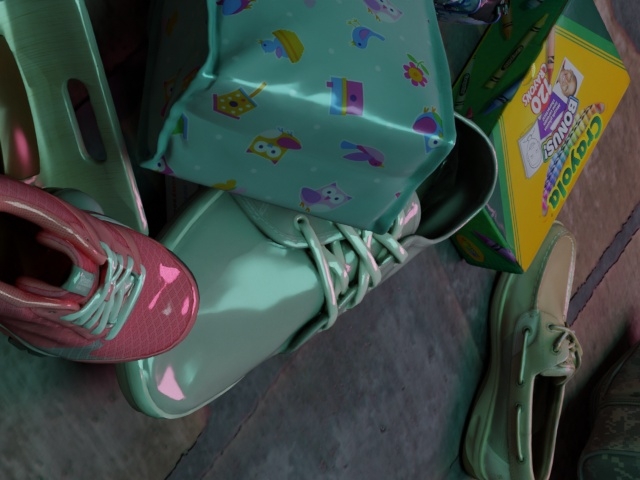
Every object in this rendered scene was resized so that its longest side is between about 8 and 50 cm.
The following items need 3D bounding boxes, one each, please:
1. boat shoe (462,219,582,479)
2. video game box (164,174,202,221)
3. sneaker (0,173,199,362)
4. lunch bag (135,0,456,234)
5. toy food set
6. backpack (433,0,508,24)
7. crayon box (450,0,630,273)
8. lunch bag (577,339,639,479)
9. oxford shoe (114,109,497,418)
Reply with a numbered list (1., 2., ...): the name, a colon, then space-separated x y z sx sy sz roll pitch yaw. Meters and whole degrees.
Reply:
1. boat shoe: 0.243 0.126 1.856 0.109 0.098 0.302 21 82 -51
2. video game box: -0.053 -0.059 1.495 0.205 0.048 0.187 -18 110 -47
3. sneaker: -0.185 0.028 1.157 0.314 0.136 0.116 25 86 -45
4. lunch bag: -0.022 -0.160 1.355 0.223 0.160 0.262 15 49 -20
5. toy food set: -0.263 -0.025 1.213 0.306 0.092 0.219 -38 126 -40
6. backpack: 0.116 -0.261 1.598 0.084 0.114 0.105 10 88 -50
7. crayon box: 0.213 -0.125 1.774 0.278 0.081 0.165 -59 137 -23
8. lunch bag: 0.443 0.282 2.052 0.256 0.212 0.305 -60 143 -47
9. oxford shoe: 0.000 0.000 1.439 0.449 0.130 0.169 -37 128 -38
